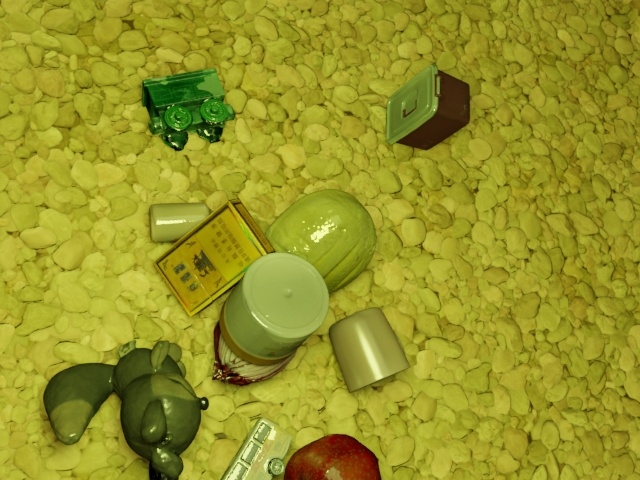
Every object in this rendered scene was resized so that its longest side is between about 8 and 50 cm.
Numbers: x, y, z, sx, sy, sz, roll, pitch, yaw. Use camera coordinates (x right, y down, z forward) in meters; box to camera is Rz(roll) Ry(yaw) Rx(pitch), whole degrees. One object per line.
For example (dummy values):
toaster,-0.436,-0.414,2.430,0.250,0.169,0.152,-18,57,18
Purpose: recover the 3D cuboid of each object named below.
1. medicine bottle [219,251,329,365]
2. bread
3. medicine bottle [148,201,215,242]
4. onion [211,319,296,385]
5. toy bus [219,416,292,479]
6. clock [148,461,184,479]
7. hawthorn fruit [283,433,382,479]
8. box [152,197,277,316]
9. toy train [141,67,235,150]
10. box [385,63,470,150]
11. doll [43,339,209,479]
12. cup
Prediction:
medicine bottle,-0.123,0.182,1.712,0.238,0.232,0.238,11,59,-20
bread,0.007,0.008,1.896,0.320,0.320,0.237,-27,62,-23
medicine bottle,-0.367,-0.055,1.901,0.252,0.114,0.114,-4,73,-18
onion,-0.209,0.304,1.819,0.227,0.120,0.283,44,53,7
toy bus,-0.199,0.644,1.726,0.138,0.097,0.342,35,65,-1
clock,-0.337,0.698,1.558,0.120,0.379,0.276,0,97,-29
hawthorn fruit,0.054,0.642,1.744,0.300,0.254,0.254,-2,70,-47
box,-0.293,0.049,1.808,0.301,0.084,0.193,-36,86,18
toy train,-0.402,-0.397,1.992,0.266,0.145,0.202,-17,74,-22
box,0.357,-0.426,2.168,0.167,0.294,0.193,15,68,-24
doll,-0.471,0.437,1.617,0.379,0.382,0.252,-22,120,-6
cup,0.153,0.310,1.917,0.253,0.191,0.200,-5,68,-50
